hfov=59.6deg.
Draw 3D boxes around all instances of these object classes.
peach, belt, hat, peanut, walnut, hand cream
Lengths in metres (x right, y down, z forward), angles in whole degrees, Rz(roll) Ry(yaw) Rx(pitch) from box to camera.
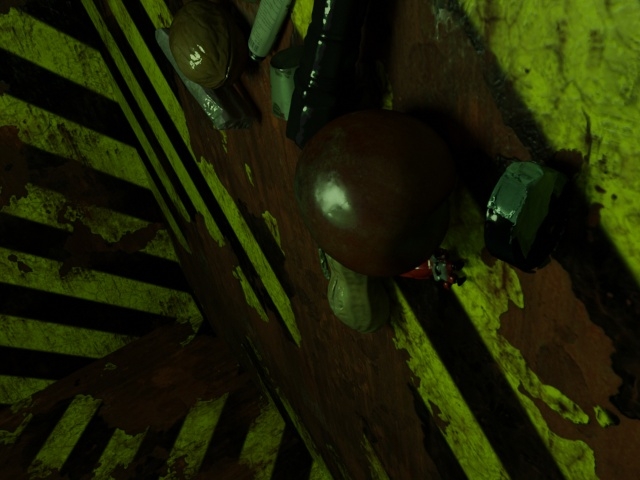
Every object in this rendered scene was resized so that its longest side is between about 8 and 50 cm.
[{"bbox_3d":[0.077,-0.072,0.834,0.252,0.252,0.253,47,153,33],"label":"peach"},{"bbox_3d":[0.249,-0.029,0.678,0.058,0.105,0.140,35,135,49],"label":"belt"},{"bbox_3d":[0.070,-0.244,0.916,0.058,0.042,0.087,20,99,51],"label":"hat"},{"bbox_3d":[0.071,0.074,1.144,0.130,0.130,0.291,34,142,49],"label":"peanut"},{"bbox_3d":[-0.243,-0.423,1.214,0.167,0.167,0.207,104,145,-58],"label":"walnut"},{"bbox_3d":[-0.094,-0.427,1.054,0.080,0.050,0.234,65,154,11],"label":"hand cream"}]

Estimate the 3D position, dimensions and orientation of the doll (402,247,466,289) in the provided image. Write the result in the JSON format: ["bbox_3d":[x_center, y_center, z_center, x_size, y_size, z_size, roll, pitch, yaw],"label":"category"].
[{"bbox_3d":[0.174,0.035,0.965,0.169,0.057,0.109,29,143,54],"label":"doll"}]

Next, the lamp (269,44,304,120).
[{"bbox_3d":[-0.027,-0.239,1.021,0.121,0.121,0.215,42,159,40],"label":"lamp"}]

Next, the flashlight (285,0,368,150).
[{"bbox_3d":[0.027,-0.310,0.791,0.103,0.103,0.424,49,144,29],"label":"flashlight"}]

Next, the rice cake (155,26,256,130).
[{"bbox_3d":[-0.273,-0.386,1.318,0.298,0.106,0.050,56,134,6],"label":"rice cake"}]

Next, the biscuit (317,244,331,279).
[{"bbox_3d":[0.001,0.000,1.235,0.203,0.016,0.144,-98,-2,-53],"label":"biscuit"}]

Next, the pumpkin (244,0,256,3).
[{"bbox_3d":[-0.184,-0.540,1.015,0.217,0.110,0.218,42,143,42],"label":"pumpkin"}]
